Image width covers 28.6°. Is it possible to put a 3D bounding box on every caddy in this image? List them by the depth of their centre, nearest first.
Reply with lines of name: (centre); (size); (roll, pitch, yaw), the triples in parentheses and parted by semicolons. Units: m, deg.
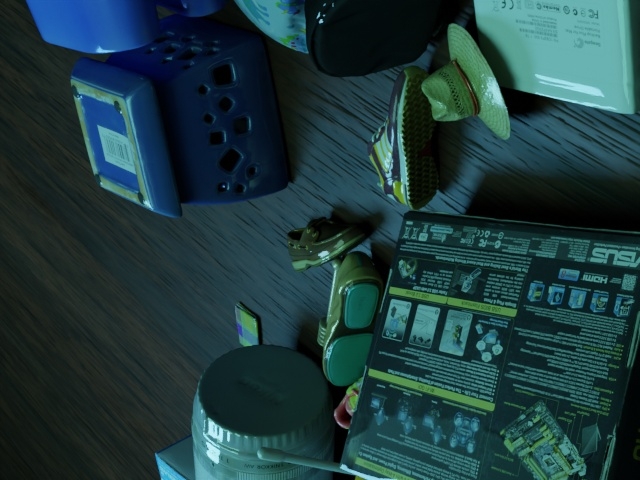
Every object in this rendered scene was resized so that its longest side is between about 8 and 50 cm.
caddy: (-0.280, -0.382, 1.692); (0.341, 0.241, 0.179); (20, 133, 50)

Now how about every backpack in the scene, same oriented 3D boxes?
backpack: (-0.027, -0.368, 1.326); (0.290, 0.273, 0.355); (107, 148, -75)

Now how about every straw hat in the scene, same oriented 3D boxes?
straw hat: (0.141, -0.156, 1.327); (0.144, 0.061, 0.144); (155, 90, -86)

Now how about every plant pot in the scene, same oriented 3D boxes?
plant pot: (-0.208, -0.169, 1.767); (0.236, 0.212, 0.236); (24, 130, 49)

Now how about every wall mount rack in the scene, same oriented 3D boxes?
wall mount rack: (0.057, 0.417, 1.722); (0.304, 0.130, 0.350); (57, -177, -30)

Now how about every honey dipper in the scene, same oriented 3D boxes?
honey dipper: (0.017, 0.086, 1.794); (0.030, 0.030, 0.160); (40, 140, 35)

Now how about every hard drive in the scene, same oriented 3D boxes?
hard drive: (0.217, -0.284, 1.186); (0.203, 0.040, 0.307); (23, 130, 49)

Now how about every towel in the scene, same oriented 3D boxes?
towel: (-0.118, 0.147, 2.067); (0.060, 0.009, 0.083); (32, 138, 42)

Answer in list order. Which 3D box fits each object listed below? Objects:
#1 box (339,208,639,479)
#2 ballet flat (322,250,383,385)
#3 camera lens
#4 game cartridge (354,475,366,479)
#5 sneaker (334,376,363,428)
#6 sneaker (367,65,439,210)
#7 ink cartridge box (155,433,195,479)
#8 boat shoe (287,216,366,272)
box: (0.199, 0.138, 1.317); (0.395, 0.097, 0.318); (7, 80, 55)
ballet flat: (0.046, 0.107, 1.739); (0.232, 0.080, 0.073); (103, 160, -44)
camera lens: (-0.087, 0.326, 1.946); (0.219, 0.219, 0.274); (38, 141, 37)
game cartridge: (0.153, 0.216, 1.477); (0.285, 0.053, 0.323); (2, 75, 57)
sneaker: (0.083, 0.213, 1.719); (0.081, 0.094, 0.208); (57, 148, 14)
sneaker: (0.089, -0.125, 1.477); (0.084, 0.069, 0.185); (28, 134, 38)
ink cartridge box: (-0.159, 0.464, 2.210); (0.168, 0.171, 0.232); (23, 130, 49)
boat shoe: (0.000, 0.000, 1.716); (0.060, 0.064, 0.178); (64, 153, -3)
